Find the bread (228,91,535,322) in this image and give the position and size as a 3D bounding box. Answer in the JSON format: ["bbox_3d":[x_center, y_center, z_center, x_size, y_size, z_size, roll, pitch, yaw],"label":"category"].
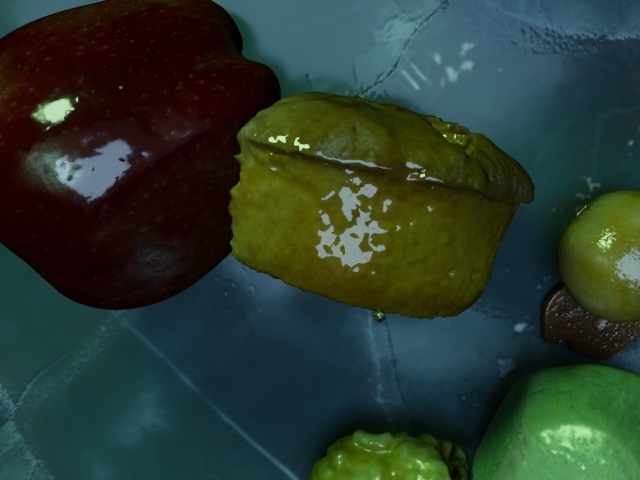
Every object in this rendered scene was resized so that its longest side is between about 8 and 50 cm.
[{"bbox_3d":[0.084,-0.023,0.661,0.179,0.340,0.194,29,104,35],"label":"bread"}]

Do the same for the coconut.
[{"bbox_3d":[0.314,0.290,0.790,0.281,0.328,0.328,-5,107,29],"label":"coconut"}]

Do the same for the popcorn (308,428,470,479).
[{"bbox_3d":[0.101,0.328,0.865,0.226,0.200,0.203,31,74,21],"label":"popcorn"}]

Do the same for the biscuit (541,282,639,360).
[{"bbox_3d":[0.342,0.098,0.875,0.131,0.019,0.102,14,104,-5],"label":"biscuit"}]

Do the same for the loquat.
[{"bbox_3d":[0.346,0.019,0.791,0.163,0.137,0.163,3,76,-11],"label":"loquat"}]

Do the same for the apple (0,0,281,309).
[{"bbox_3d":[-0.187,-0.086,0.683,0.317,0.288,0.288,-31,104,-3],"label":"apple"}]
